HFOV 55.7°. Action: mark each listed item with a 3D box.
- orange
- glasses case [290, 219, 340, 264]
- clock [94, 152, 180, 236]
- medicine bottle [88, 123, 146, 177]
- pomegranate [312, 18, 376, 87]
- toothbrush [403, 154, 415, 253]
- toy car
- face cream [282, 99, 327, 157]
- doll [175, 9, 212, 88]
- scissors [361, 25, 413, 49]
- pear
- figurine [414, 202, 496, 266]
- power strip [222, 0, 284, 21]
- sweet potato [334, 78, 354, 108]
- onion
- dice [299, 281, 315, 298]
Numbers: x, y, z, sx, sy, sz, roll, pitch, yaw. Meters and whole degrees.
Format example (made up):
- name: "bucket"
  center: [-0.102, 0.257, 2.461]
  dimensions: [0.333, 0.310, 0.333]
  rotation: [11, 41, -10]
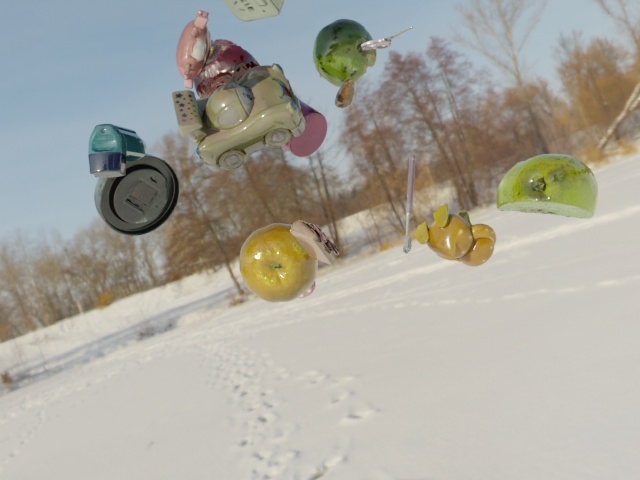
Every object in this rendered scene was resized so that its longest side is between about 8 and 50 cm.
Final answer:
- name: "orange"
  center: [-0.143, 0.076, 2.086]
  dimensions: [0.279, 0.279, 0.235]
  rotation: [-21, 3, 5]
- name: "glasses case"
  center: [0.000, 0.000, 1.759]
  dimensions: [0.102, 0.070, 0.193]
  rotation: [17, -19, 28]
- name: "clock"
  center: [-0.589, -0.151, 1.954]
  dimensions: [0.280, 0.281, 0.055]
  rotation: [-19, 37, -38]
- name: "medicine bottle"
  center: [-0.496, -0.220, 1.495]
  dimensions: [0.079, 0.124, 0.258]
  rotation: [-6, 8, 1]
- name: "pomegranate"
  center: [0.066, -0.664, 2.187]
  dimensions: [0.236, 0.236, 0.302]
  rotation: [-20, 8, -22]
- name: "toothbrush"
  center: [0.304, -0.128, 2.051]
  dimensions: [0.024, 0.354, 0.029]
  rotation: [12, -17, -20]
- name: "toy car"
  center: [-0.242, -0.388, 1.801]
  dimensions: [0.336, 0.242, 0.226]
  rotation: [-25, -35, 8]
- name: "face cream"
  center: [-0.099, -0.410, 2.141]
  dimensions: [0.175, 0.195, 0.175]
  rotation: [-28, -42, -29]
- name: "doll"
  center: [-0.357, -0.544, 1.710]
  dimensions: [0.093, 0.262, 0.211]
  rotation: [13, -53, -11]
- name: "scissors"
  center: [0.198, -0.576, 1.727]
  dimensions: [0.100, 0.015, 0.189]
  rotation: [-11, 4, -34]
- name: "pear"
  center: [0.640, -0.162, 1.701]
  dimensions: [0.292, 0.159, 0.292]
  rotation: [7, -2, 0]
- name: "figurine"
  center: [0.449, -0.005, 1.982]
  dimensions: [0.228, 0.215, 0.215]
  rotation: [-2, -14, -42]
- name: "power strip"
  center: [-0.178, -0.753, 1.708]
  dimensions: [0.261, 0.141, 0.229]
  rotation: [3, -19, 34]
- name: "sweet potato"
  center: [0.088, -0.497, 2.051]
  dimensions: [0.060, 0.068, 0.206]
  rotation: [-27, -10, -14]
- name: "onion"
  center: [-0.322, -0.559, 2.126]
  dimensions: [0.206, 0.216, 0.207]
  rotation: [23, 75, 45]
- name: "dice"
  center: [-0.080, 0.176, 2.504]
  dimensions: [0.093, 0.091, 0.094]
  rotation: [-33, 31, 15]
